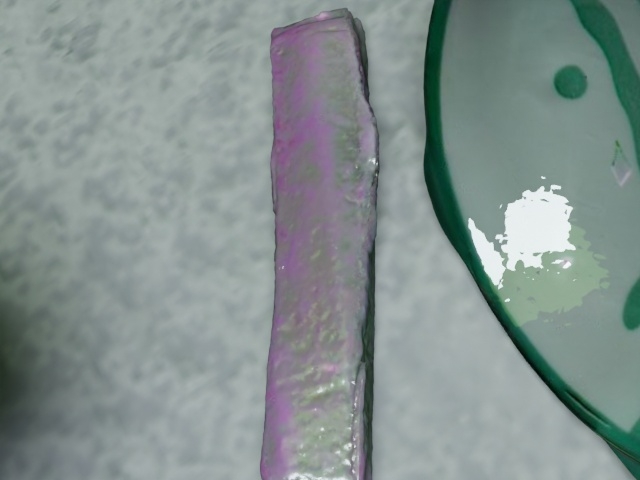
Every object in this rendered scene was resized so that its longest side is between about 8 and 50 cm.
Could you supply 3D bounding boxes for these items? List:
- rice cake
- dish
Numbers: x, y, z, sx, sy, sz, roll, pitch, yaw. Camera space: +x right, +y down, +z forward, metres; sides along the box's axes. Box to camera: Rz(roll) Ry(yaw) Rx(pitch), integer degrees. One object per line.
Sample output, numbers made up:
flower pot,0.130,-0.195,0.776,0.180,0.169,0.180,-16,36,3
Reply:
rice cake,0.000,0.000,0.426,0.047,0.036,0.206,0,68,5
dish,0.125,-0.027,0.326,0.078,0.246,0.224,-19,97,-23
